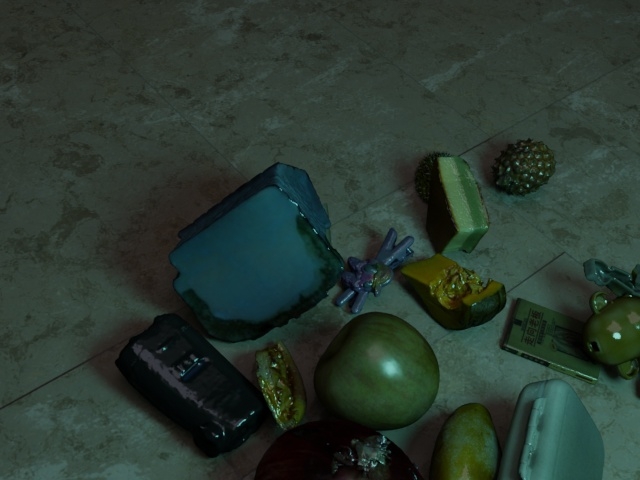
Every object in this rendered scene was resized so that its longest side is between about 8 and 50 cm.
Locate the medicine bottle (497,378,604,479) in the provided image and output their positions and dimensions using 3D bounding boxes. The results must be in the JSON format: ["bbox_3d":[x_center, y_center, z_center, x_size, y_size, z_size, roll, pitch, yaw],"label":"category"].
[{"bbox_3d":[0.452,0.472,1.544,0.123,0.282,0.375,-18,29,37],"label":"medicine bottle"}]

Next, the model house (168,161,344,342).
[{"bbox_3d":[-0.151,0.004,1.881,0.360,0.297,0.339,-35,21,14],"label":"model house"}]

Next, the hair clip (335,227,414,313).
[{"bbox_3d":[0.137,0.065,1.968,0.137,0.090,0.278,28,50,28],"label":"hair clip"}]

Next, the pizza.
[{"bbox_3d":[-0.085,0.302,1.702,0.056,0.134,0.271,-38,20,14],"label":"pizza"}]

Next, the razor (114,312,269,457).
[{"bbox_3d":[-0.271,0.305,1.687,0.327,0.107,0.189,38,53,18],"label":"razor"}]

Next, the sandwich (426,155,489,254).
[{"bbox_3d":[0.342,-0.085,2.062,0.108,0.186,0.220,-6,67,-13],"label":"sandwich"}]

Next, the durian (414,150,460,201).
[{"bbox_3d":[0.337,-0.193,2.221,0.137,0.095,0.220,10,42,1],"label":"durian"}]

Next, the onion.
[{"bbox_3d":[0.050,0.463,1.469,0.348,0.285,0.347,12,35,-9],"label":"onion"}]

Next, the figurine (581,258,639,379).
[{"bbox_3d":[0.727,0.195,1.846,0.285,0.167,0.342,-24,66,-35],"label":"figurine"}]

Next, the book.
[{"bbox_3d":[0.568,0.239,1.909,0.231,0.026,0.161,20,49,11],"label":"book"}]

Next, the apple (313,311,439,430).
[{"bbox_3d":[0.122,0.284,1.673,0.234,0.257,0.257,39,49,-11],"label":"apple"}]

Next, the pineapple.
[{"bbox_3d":[0.557,-0.198,2.214,0.193,0.166,0.166,-31,59,-30],"label":"pineapple"}]

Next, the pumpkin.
[{"bbox_3d":[0.324,0.134,1.920,0.131,0.126,0.248,-33,41,-22],"label":"pumpkin"}]

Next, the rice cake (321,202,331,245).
[{"bbox_3d":[0.000,0.000,2.032,0.057,0.052,0.256,2,48,-9],"label":"rice cake"}]

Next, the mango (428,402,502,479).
[{"bbox_3d":[0.304,0.447,1.590,0.146,0.192,0.316,-6,30,26],"label":"mango"}]
